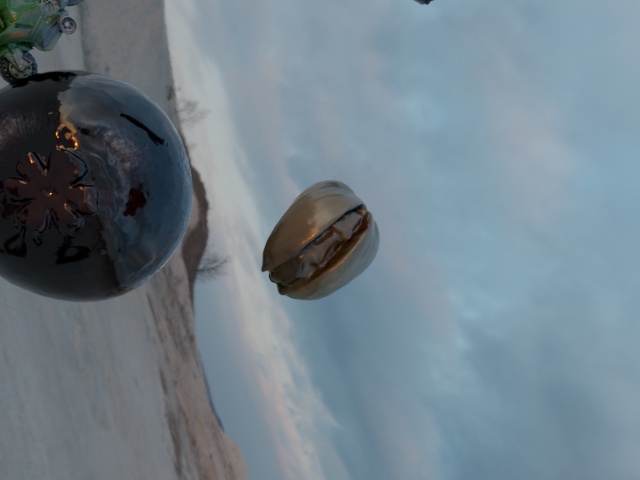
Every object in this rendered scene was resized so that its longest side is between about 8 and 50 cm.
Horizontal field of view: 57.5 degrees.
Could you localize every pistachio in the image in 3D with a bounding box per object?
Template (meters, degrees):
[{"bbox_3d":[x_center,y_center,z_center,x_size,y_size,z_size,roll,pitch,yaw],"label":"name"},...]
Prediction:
[{"bbox_3d":[0.000,0.000,0.604,0.113,0.149,0.113,29,-43,31],"label":"pistachio"}]

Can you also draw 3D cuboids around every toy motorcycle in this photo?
[{"bbox_3d":[-0.401,-0.310,0.796,0.074,0.190,0.106,25,-6,43],"label":"toy motorcycle"}]

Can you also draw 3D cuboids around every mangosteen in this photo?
[{"bbox_3d":[-0.328,-0.071,0.810,0.347,0.306,0.307,-162,-126,-79],"label":"mangosteen"}]

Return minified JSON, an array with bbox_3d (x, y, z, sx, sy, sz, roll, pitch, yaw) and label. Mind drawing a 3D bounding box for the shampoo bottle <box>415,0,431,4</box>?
[{"bbox_3d":[0.037,-0.443,0.822,0.084,0.323,0.129,-44,-131,39],"label":"shampoo bottle"}]
